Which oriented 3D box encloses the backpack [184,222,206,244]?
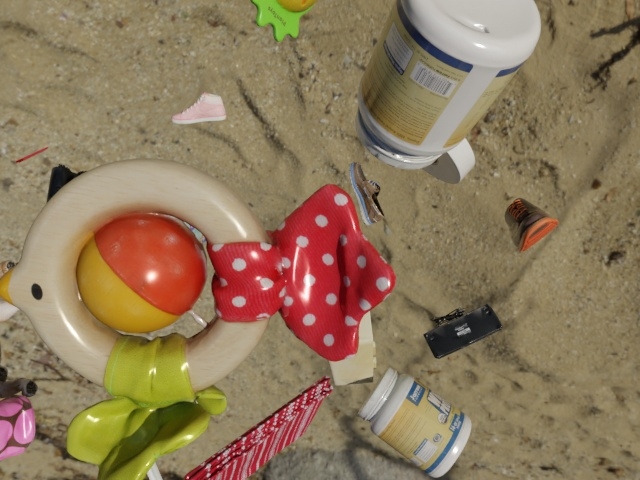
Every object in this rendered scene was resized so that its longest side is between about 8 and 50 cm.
[{"bbox_3d":[-0.382,-0.028,1.093,0.191,0.253,0.225,2,124,21],"label":"backpack"}]

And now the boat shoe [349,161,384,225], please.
[{"bbox_3d":[0.135,-0.138,1.357,0.066,0.183,0.066,-17,-179,25],"label":"boat shoe"}]

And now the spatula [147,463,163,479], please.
[{"bbox_3d":[-0.178,0.362,0.528,0.019,0.168,0.242,-15,101,11],"label":"spatula"}]

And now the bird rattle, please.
[{"bbox_3d":[-0.091,0.040,0.322,0.253,0.143,0.207,-41,105,16],"label":"bird rattle"}]

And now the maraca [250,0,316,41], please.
[{"bbox_3d":[-0.045,-0.405,0.746,0.099,0.186,0.127,23,-179,43],"label":"maraca"}]

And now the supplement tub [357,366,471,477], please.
[{"bbox_3d":[0.193,0.373,1.009,0.199,0.144,0.144,34,147,11],"label":"supplement tub"}]

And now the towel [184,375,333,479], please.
[{"bbox_3d":[-0.102,0.336,0.758,0.031,0.274,0.199,44,137,24],"label":"towel"}]

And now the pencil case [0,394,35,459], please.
[{"bbox_3d":[-0.523,0.306,0.701,0.095,0.209,0.098,-33,82,24],"label":"pencil case"}]

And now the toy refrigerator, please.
[{"bbox_3d":[0.062,0.200,0.958,0.094,0.102,0.270,-5,148,2],"label":"toy refrigerator"}]

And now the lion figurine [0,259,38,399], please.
[{"bbox_3d":[-0.696,0.220,0.968,0.240,0.392,0.142,-17,146,13],"label":"lion figurine"}]

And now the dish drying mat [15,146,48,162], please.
[{"bbox_3d":[-0.736,-0.218,1.235,0.032,0.083,0.008,-15,114,26],"label":"dish drying mat"}]

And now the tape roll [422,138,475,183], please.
[{"bbox_3d":[0.317,-0.332,1.528,0.392,0.072,0.392,42,-179,0],"label":"tape roll"}]

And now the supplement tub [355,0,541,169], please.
[{"bbox_3d":[0.198,-0.293,0.851,0.228,0.228,0.316,17,150,-7],"label":"supplement tub"}]

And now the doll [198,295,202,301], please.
[{"bbox_3d":[-0.391,0.166,1.223,0.189,0.129,0.046,-26,123,5],"label":"doll"}]

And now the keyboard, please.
[{"bbox_3d":[0.363,0.225,1.255,0.192,0.100,0.038,-25,166,1],"label":"keyboard"}]

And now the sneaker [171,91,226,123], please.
[{"bbox_3d":[-0.301,-0.326,1.182,0.134,0.051,0.070,-7,119,-6],"label":"sneaker"}]

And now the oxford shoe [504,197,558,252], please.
[{"bbox_3d":[0.435,-0.039,1.038,0.097,0.098,0.271,-41,166,13],"label":"oxford shoe"}]

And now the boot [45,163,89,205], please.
[{"bbox_3d":[-0.615,-0.075,1.301,0.246,0.207,0.094,23,152,-34],"label":"boot"}]
